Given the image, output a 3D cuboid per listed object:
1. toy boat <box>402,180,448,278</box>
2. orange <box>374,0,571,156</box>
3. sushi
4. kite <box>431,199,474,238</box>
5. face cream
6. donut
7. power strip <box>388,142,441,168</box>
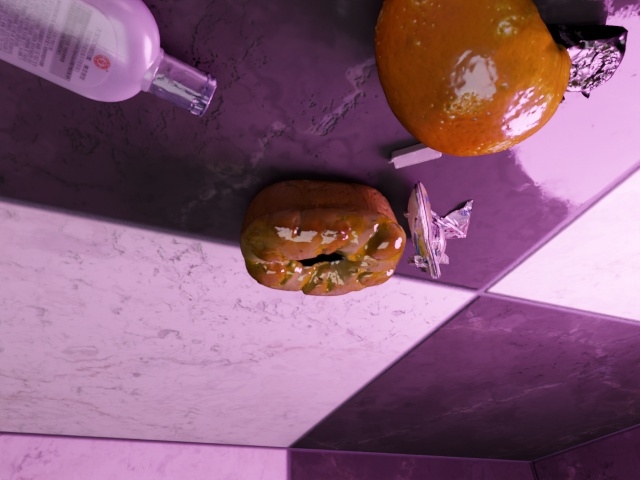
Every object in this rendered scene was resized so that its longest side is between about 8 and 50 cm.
[{"bbox_3d":[0.176,-0.021,0.798,0.066,0.084,0.210,-2,140,19],"label":"toy boat"},{"bbox_3d":[0.164,-0.181,0.518,0.179,0.158,0.237,-5,153,40],"label":"orange"},{"bbox_3d":[0.316,-0.218,0.580,0.083,0.056,0.084,-11,141,-3],"label":"sushi"},{"bbox_3d":[0.216,-0.035,0.845,0.157,0.011,0.139,30,130,-35],"label":"kite"},{"bbox_3d":[-0.256,-0.224,0.511,0.291,0.071,0.144,21,133,-27],"label":"face cream"},{"bbox_3d":[0.000,0.000,0.775,0.261,0.128,0.208,7,142,-13],"label":"donut"},{"bbox_3d":[0.142,-0.129,0.708,0.083,0.017,0.027,-13,140,12],"label":"power strip"}]
